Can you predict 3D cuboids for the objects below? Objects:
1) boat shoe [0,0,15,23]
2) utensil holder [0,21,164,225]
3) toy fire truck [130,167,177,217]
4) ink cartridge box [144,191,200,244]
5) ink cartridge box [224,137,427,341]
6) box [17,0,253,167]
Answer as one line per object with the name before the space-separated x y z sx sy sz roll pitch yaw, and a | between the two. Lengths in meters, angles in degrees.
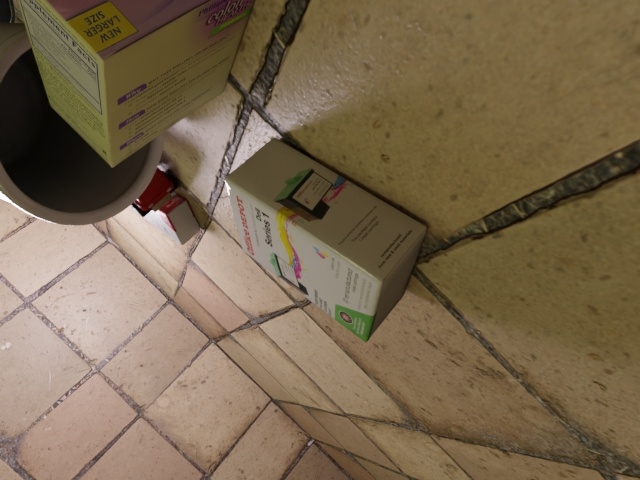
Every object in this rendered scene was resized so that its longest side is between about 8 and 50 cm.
boat shoe | -0.698 -0.558 0.853 0.091 0.114 0.302 34 152 30
utensil holder | -0.552 -0.231 0.805 0.386 0.327 0.327 17 144 23
toy fire truck | -0.443 -0.200 1.007 0.217 0.158 0.246 43 164 4
ink cartridge box | -0.431 -0.085 1.204 0.175 0.072 0.127 30 151 26
ink cartridge box | 0.000 0.000 0.677 0.278 0.117 0.201 34 152 21
box | -0.209 -0.234 0.524 0.117 0.213 0.243 47 154 -6
